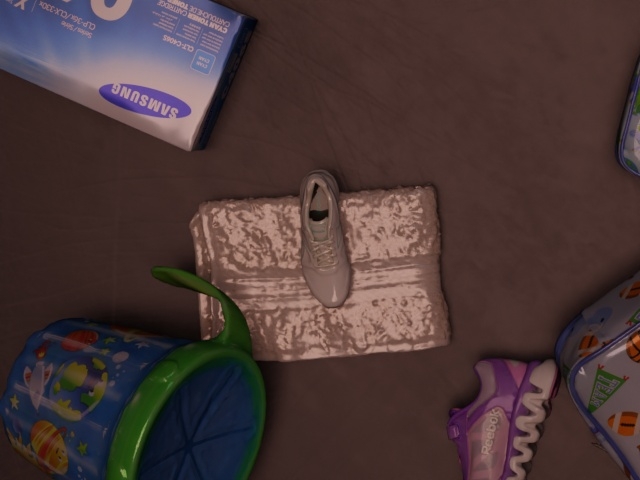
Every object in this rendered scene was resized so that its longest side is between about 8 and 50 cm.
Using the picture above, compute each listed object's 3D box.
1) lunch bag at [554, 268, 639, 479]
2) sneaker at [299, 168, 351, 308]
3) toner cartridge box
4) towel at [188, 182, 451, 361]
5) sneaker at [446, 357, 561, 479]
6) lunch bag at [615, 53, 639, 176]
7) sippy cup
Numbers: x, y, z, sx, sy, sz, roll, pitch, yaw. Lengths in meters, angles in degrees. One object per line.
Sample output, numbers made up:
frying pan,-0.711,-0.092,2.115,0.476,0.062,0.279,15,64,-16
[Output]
lunch bag,0.410,0.134,1.743,0.303,0.115,0.243,-36,108,9
sneaker,0.000,0.000,1.778,0.054,0.061,0.152,-8,93,5
toner cartridge box,-0.263,-0.241,1.835,0.348,0.075,0.165,23,98,5
towel,-0.002,0.037,1.834,0.282,0.049,0.187,-5,94,7
sneaker,0.182,0.230,1.807,0.105,0.095,0.236,18,91,13
lunch bag,0.433,-0.131,1.745,0.219,0.090,0.176,14,96,6
sippy cup,-0.214,0.191,1.778,0.224,0.305,0.240,18,134,30
